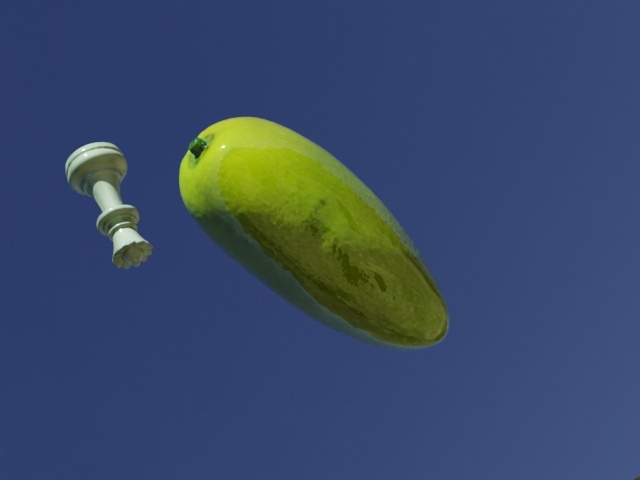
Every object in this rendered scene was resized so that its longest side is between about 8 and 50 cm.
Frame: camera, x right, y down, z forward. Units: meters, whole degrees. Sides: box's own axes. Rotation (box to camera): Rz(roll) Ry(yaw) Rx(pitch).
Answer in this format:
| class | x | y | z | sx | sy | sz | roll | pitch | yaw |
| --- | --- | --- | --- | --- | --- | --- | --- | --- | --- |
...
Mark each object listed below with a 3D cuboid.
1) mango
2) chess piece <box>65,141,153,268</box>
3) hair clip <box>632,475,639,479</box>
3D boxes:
| class | x | y | z | sx | sy | sz | roll | pitch | yaw |
| --- | --- | --- | --- | --- | --- | --- | --- | --- | --- |
| mango | 0.000 | 0.000 | 1.469 | 0.156 | 0.343 | 0.192 | -48 | 3 | 6 |
| chess piece | -0.136 | -0.019 | 0.908 | 0.042 | 0.093 | 0.042 | -21 | -30 | -13 |
| hair clip | 0.172 | 0.224 | 0.885 | 0.138 | 0.091 | 0.321 | 11 | -62 | -50 |
